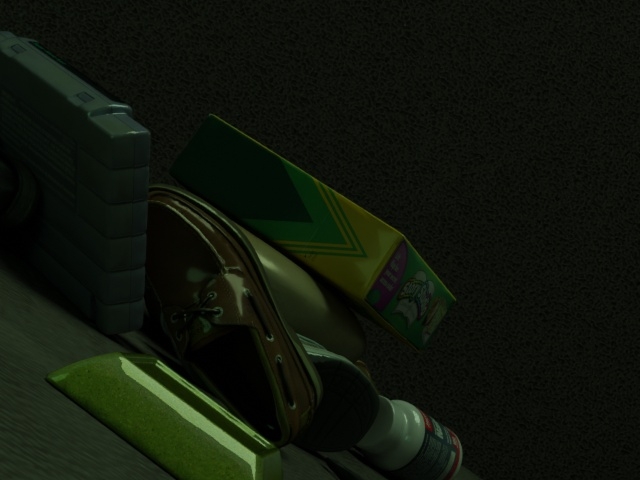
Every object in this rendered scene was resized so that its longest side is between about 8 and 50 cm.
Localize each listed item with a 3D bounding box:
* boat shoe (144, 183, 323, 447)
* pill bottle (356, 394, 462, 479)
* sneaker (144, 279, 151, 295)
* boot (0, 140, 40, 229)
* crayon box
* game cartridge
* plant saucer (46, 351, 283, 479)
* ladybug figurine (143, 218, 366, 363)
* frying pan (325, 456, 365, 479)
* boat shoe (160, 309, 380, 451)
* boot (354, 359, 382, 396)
[{"bbox_3d":[-0.104,0.077,1.641,0.307,0.110,0.104,52,23,-6],"label":"boat shoe"},{"bbox_3d":[0.121,0.294,2.301,0.108,0.108,0.180,35,-1,43],"label":"pill bottle"},{"bbox_3d":[-0.284,-0.012,1.882,0.135,0.098,0.276,22,12,-48],"label":"sneaker"},{"bbox_3d":[-0.433,-0.108,1.646,0.229,0.091,0.263,27,-1,-45],"label":"boot"},{"bbox_3d":[0.000,0.000,2.094,0.313,0.106,0.363,34,-3,21],"label":"crayon box"},{"bbox_3d":[-0.282,-0.075,1.692,0.068,0.230,0.355,-6,26,-34],"label":"game cartridge"},{"bbox_3d":[-0.103,0.142,1.207,0.188,0.045,0.188,36,-1,7],"label":"plant saucer"},{"bbox_3d":[-0.096,0.092,2.033,0.305,0.162,0.449,32,-4,22],"label":"ladybug figurine"},{"bbox_3d":[0.141,0.336,1.736,0.197,0.053,0.326,37,1,-27],"label":"frying pan"},{"bbox_3d":[-0.053,0.154,1.843,0.320,0.118,0.103,28,9,-40],"label":"boat shoe"},{"bbox_3d":[0.062,0.262,2.372,0.115,0.112,0.305,47,2,27],"label":"boot"}]
